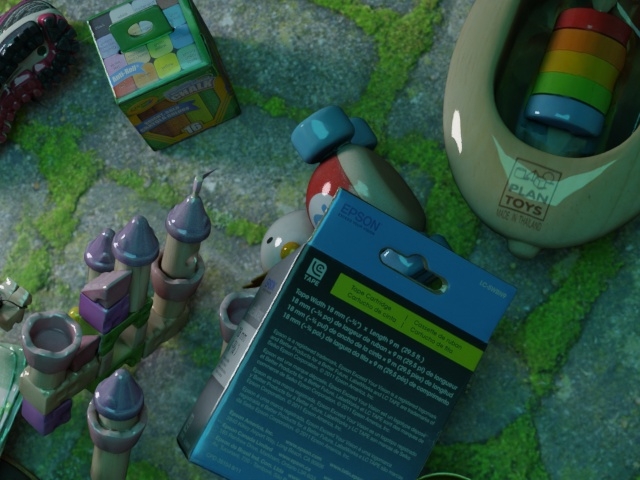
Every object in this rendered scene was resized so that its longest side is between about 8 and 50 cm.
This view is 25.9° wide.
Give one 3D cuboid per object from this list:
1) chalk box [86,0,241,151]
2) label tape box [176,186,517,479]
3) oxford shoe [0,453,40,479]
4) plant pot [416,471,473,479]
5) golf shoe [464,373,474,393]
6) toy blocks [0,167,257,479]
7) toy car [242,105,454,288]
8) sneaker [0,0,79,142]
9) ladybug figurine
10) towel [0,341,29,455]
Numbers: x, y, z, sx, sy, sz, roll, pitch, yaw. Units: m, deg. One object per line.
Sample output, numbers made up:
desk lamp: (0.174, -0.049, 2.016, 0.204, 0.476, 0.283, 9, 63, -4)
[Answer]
chalk box: (-0.200, -0.226, 1.750, 0.132, 0.213, 0.132, -23, 71, 4)
label tape box: (0.029, 0.139, 1.546, 0.241, 0.106, 0.333, 30, 88, -13)
oxford shoe: (-0.350, 0.364, 1.667, 0.097, 0.098, 0.271, -38, 71, -1)
plant pot: (0.144, 0.337, 1.586, 0.134, 0.095, 0.134, -3, 74, 10)
golf shoe: (0.093, 0.177, 1.669, 0.176, 0.069, 0.086, -27, 54, -4)
toy blocks: (-0.245, 0.062, 1.600, 0.309, 0.260, 0.288, 36, 49, 19)
toy car: (0.000, 0.000, 1.668, 0.238, 0.210, 0.219, -36, 79, 12)
sneaker: (-0.450, -0.196, 1.852, 0.299, 0.121, 0.112, -41, 42, -2)
ladybug figurine: (0.310, -0.180, 1.670, 0.305, 0.162, 0.449, 21, 78, 15)
towel: (-0.498, 0.263, 1.722, 0.248, 0.038, 0.324, 11, 76, 32)
